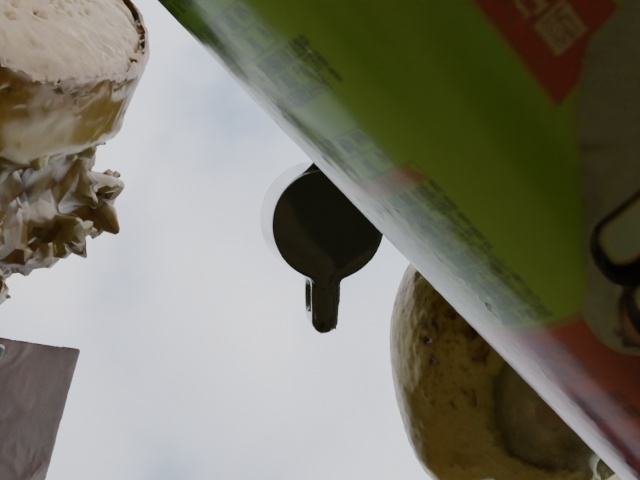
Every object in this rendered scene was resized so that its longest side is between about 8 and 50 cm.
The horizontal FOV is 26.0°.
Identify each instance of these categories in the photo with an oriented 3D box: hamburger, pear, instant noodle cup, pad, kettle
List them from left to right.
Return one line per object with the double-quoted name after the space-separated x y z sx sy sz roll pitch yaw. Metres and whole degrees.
-0.254 -0.076 0.800 0.287 0.445 0.268 43 -71 3 "hamburger"
-0.251 0.172 1.105 0.006 0.113 0.187 15 -92 32 "pad"
-0.004 -0.004 1.126 0.098 0.148 0.127 33 -89 -6 "kettle"
0.183 0.106 1.197 0.271 0.271 0.271 7 -71 21 "pear"
0.116 -0.067 0.466 0.294 0.294 0.308 -34 -79 28 "instant noodle cup"
